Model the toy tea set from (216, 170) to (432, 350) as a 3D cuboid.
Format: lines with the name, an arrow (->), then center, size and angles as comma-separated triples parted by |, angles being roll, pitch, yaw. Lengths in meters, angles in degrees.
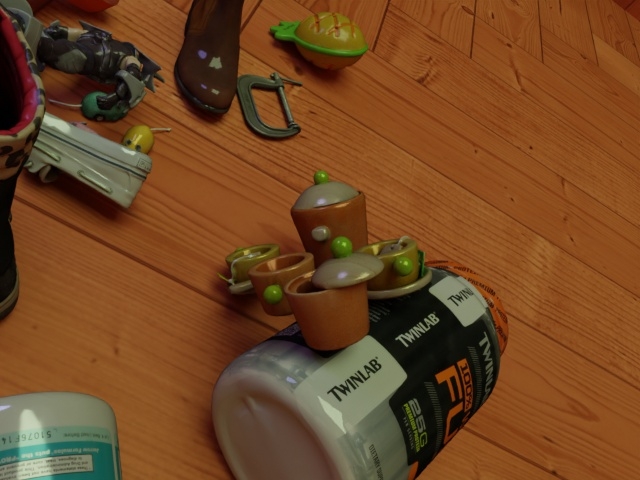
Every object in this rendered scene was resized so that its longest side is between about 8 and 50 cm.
toy tea set -> 0.000, 0.000, 0.654 | 0.200, 0.336, 0.124 | -18, 104, -19

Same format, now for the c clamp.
c clamp -> -0.074, -0.230, 1.005 | 0.137, 0.022, 0.160 | 8, 53, -30

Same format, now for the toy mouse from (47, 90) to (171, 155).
toy mouse -> -0.291, -0.156, 0.791 | 0.143, 0.031, 0.161 | 34, 45, -9

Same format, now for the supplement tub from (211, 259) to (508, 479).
supplement tub -> 0.065, 0.154, 0.678 | 0.338, 0.207, 0.207 | -27, 75, -43

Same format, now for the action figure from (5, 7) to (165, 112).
action figure -> -0.319, -0.226, 0.742 | 0.185, 0.099, 0.285 | 21, 16, 21

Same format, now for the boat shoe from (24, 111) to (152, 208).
boat shoe -> -0.315, -0.105, 0.701 | 0.226, 0.083, 0.075 | 21, 86, 3

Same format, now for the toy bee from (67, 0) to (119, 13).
toy bee -> -0.391, -0.420, 0.785 | 0.298, 0.196, 0.162 | -7, 94, -80

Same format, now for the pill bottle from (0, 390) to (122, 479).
pill bottle -> -0.216, 0.259, 0.445 | 0.146, 0.146, 0.264 | 3, 56, -33

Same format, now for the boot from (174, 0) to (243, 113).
boot -> -0.121, -0.360, 0.886 | 0.096, 0.280, 0.264 | 18, 49, -23

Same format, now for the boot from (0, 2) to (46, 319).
boot -> -0.375, -0.128, 0.528 | 0.138, 0.284, 0.377 | -24, 75, -43

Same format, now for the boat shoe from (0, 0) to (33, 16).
boat shoe -> -0.490, -0.281, 0.719 | 0.084, 0.095, 0.258 | 36, 29, 33

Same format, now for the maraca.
maraca -> -0.001, -0.377, 1.120 | 0.186, 0.099, 0.127 | 20, 34, 13
